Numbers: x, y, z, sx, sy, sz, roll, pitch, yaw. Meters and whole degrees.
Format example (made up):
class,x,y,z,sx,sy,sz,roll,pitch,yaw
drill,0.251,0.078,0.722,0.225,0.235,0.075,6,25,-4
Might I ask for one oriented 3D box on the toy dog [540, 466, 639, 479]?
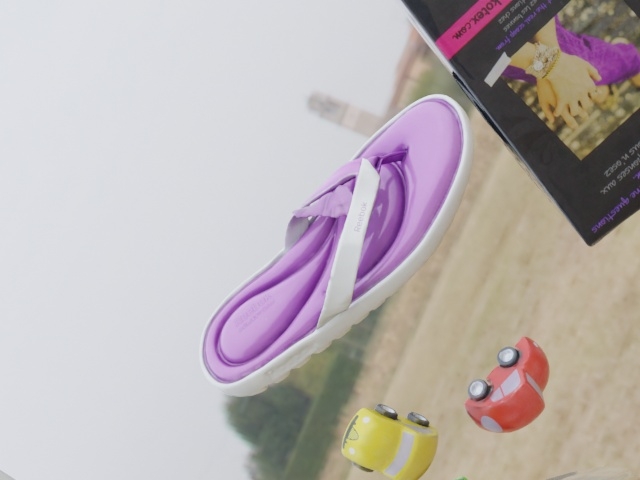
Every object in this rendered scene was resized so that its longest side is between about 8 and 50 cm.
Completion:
class,x,y,z,sx,sy,sz,roll,pitch,yaw
toy dog,0.008,0.206,0.476,0.333,0.220,0.161,-37,-7,-5

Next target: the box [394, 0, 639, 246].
class,x,y,z,sx,sy,sz,roll,pitch,yaw
box,0.142,-0.158,0.876,0.143,0.270,0.165,-37,24,8

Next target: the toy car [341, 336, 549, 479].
class,x,y,z,sx,sy,sz,roll,pitch,yaw
toy car,0.134,0.227,1.248,0.239,0.053,0.225,-19,-60,-28

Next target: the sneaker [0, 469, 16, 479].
class,x,y,z,sx,sy,sz,roll,pitch,yaw
sneaker,-0.151,0.276,0.674,0.130,0.322,0.236,-44,14,39

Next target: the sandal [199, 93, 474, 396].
class,x,y,z,sx,sy,sz,roll,pitch,yaw
sandal,0.008,0.009,1.417,0.416,0.169,0.102,-50,-42,10
